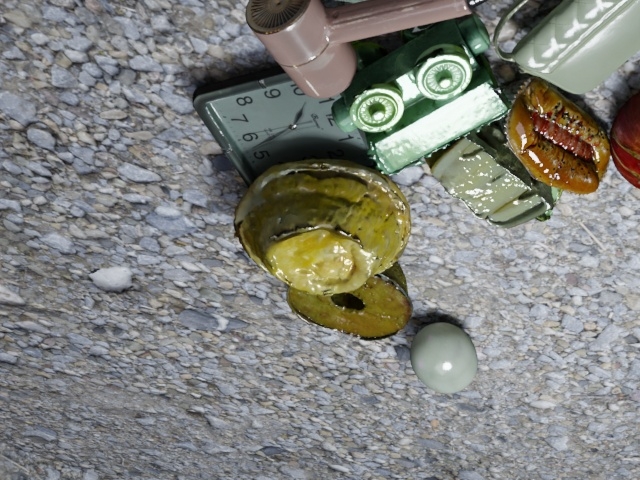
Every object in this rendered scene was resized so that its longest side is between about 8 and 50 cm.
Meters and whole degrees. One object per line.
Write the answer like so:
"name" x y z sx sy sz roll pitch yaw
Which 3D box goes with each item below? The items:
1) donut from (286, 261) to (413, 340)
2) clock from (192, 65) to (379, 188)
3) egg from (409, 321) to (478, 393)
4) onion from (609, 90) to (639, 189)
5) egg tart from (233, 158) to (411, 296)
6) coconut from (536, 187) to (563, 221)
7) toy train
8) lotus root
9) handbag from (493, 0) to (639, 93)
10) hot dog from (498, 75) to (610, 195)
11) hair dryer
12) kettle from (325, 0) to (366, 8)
"donut" 0.064 0.100 1.923 0.272 0.107 0.272 6 138 5
"clock" -0.052 -0.200 1.585 0.279 0.049 0.273 -10 140 19
"egg" 0.287 0.276 2.073 0.151 0.151 0.209 -9 141 18
"onion" 0.597 -0.160 1.469 0.248 0.161 0.248 -12 149 -7
"egg tart" 0.000 0.000 1.673 0.345 0.132 0.345 3 139 3
"coconut" 0.384 -0.091 1.660 0.158 0.055 0.133 -27 130 34
"toy train" 0.152 -0.238 1.409 0.271 0.159 0.188 -28 133 19
"lotus root" 0.291 -0.132 1.551 0.235 0.138 0.119 39 140 -23
"handbag" 0.382 -0.329 1.310 0.219 0.079 0.256 14 143 -29
"hot dog" 0.394 -0.168 1.504 0.268 0.144 0.075 29 174 -35
"hair dryer" 0.087 -0.299 1.249 0.344 0.107 0.189 -5 154 25
"kettle" 0.031 -0.388 1.302 0.148 0.098 0.127 6 170 4
